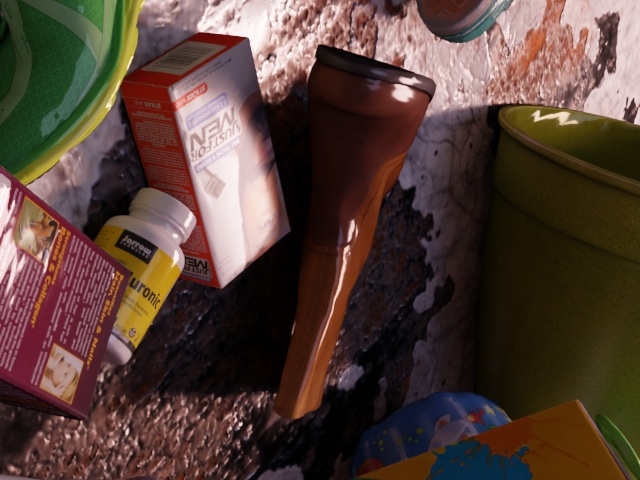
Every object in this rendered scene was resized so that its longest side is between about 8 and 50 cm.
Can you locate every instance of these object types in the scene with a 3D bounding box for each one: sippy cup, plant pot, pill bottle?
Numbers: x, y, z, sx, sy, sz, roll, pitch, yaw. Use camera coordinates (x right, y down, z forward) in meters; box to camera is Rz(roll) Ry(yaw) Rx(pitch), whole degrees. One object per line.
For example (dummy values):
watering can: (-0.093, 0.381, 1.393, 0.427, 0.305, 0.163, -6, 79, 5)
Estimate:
sippy cup: (0.138, 0.273, 1.087, 0.305, 0.224, 0.240, -5, 138, -23)
plant pot: (0.319, 0.078, 1.244, 0.366, 0.366, 0.353, -9, 119, -52)
pill bottle: (-0.135, 0.023, 0.811, 0.116, 0.065, 0.065, -62, 142, -21)

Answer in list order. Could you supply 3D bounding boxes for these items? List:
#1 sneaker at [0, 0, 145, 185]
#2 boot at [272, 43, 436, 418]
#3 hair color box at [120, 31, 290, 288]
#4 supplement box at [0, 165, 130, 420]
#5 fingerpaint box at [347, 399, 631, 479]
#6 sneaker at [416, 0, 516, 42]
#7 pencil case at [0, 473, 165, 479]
sneaker: (-0.164, -0.172, 0.702, 0.123, 0.109, 0.296, 23, 83, -32)
boot: (0.000, 0.000, 0.918, 0.264, 0.096, 0.281, 114, -6, -86)
hair color box: (-0.082, -0.060, 0.868, 0.093, 0.053, 0.167, -42, 133, -40)
supplement box: (-0.196, 0.029, 0.672, 0.188, 0.080, 0.104, 54, 47, -63)
fingerpaint box: (0.028, 0.346, 0.800, 0.371, 0.163, 0.445, -17, 140, -12)
sneaker: (0.193, -0.294, 1.123, 0.121, 0.108, 0.302, 49, 60, -43)
pencil case: (-0.195, 0.208, 0.747, 0.273, 0.124, 0.114, 21, 48, -55)
